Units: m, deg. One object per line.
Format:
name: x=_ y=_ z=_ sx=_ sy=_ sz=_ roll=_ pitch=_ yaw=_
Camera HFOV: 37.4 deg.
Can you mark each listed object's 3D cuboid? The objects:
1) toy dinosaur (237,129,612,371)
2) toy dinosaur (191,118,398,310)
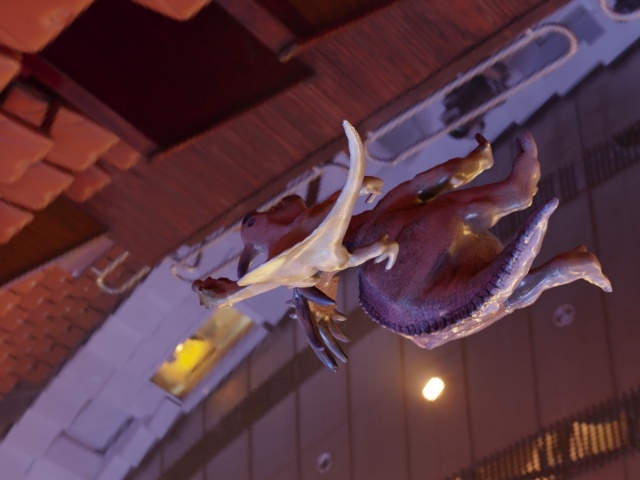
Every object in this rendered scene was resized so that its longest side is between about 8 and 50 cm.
toy dinosaur: x=0.063 y=0.022 z=0.659 sx=0.200 sy=0.127 sz=0.295 roll=-27 pitch=-166 yaw=-12
toy dinosaur: x=0.000 y=0.000 z=0.499 sx=0.092 sy=0.053 sz=0.183 roll=-19 pitch=166 yaw=-42
